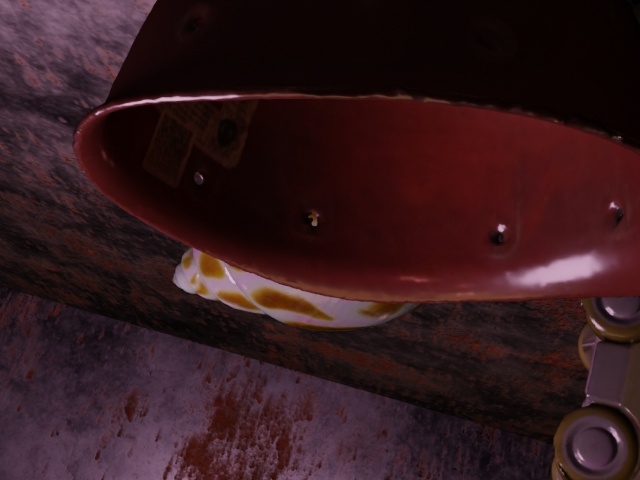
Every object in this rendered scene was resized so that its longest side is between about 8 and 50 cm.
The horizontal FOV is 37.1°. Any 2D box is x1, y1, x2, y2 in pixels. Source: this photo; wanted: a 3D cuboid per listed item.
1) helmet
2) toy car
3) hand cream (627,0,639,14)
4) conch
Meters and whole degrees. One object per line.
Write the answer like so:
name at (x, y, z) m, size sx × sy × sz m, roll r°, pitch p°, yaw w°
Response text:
helmet at (0.057, -0.106, 0.603) m, size 0.385 × 0.230 × 0.337 m, roll 3°, pitch 160°, yaw 17°
toy car at (0.378, 0.186, 1.031) m, size 0.226 × 0.336 × 0.242 m, roll 10°, pitch 162°, yaw 17°
hand cream at (0.236, -0.154, 0.597) m, size 0.171 × 0.043 × 0.065 m, roll 15°, pitch 167°, yaw 13°
conch at (0.001, 0.000, 1.068) m, size 0.368 × 0.197 × 0.249 m, roll 11°, pitch 180°, yaw 33°
